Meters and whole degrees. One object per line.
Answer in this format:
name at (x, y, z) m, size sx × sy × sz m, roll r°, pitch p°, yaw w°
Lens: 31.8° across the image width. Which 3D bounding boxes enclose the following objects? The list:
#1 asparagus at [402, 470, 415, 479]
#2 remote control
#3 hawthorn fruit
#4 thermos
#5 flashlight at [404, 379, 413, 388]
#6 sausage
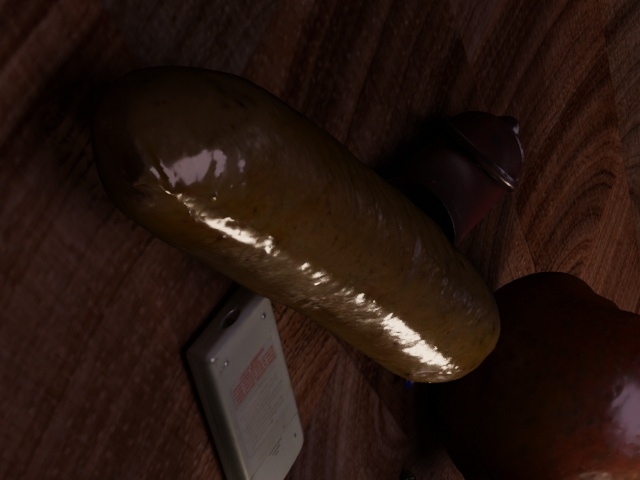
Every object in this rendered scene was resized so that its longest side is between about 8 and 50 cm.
asparagus at (0.108, 0.304, 1.291) m, size 0.127 × 0.015 × 0.018 m, roll 75°, pitch 29°, yaw -44°
remote control at (-0.055, 0.127, 0.882) m, size 0.087 × 0.029 × 0.190 m, roll -52°, pitch 144°, yaw -38°
hawthorn fruit at (0.245, 0.195, 1.263) m, size 0.298 × 0.277 × 0.277 m, roll -43°, pitch 142°, yaw -18°
thermos at (0.130, -0.061, 1.083) m, size 0.124 × 0.099 × 0.232 m, roll -49°, pitch 175°, yaw 40°
flashlight at (0.114, 0.097, 1.181) m, size 0.121 × 0.035 × 0.057 m, roll -60°, pitch 148°, yaw -27°
sausage at (-0.001, -0.003, 0.808) m, size 0.501 × 0.123 × 0.136 m, roll 35°, pitch 28°, yaw -55°
